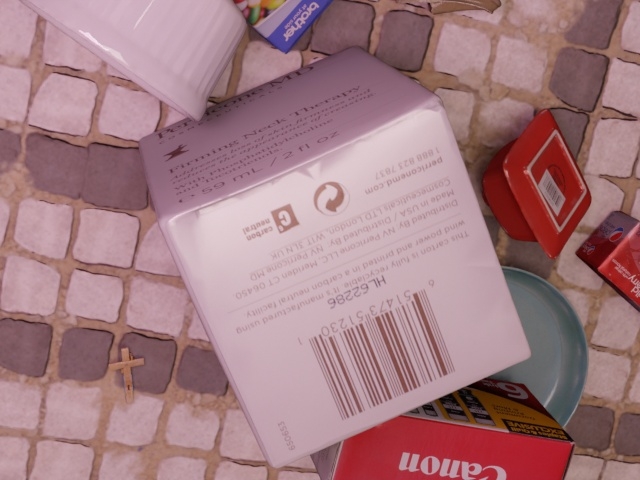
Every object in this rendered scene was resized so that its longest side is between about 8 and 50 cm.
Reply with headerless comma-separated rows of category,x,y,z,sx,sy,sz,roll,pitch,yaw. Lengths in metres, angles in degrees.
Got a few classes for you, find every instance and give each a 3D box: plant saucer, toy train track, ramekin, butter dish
plant saucer,0.224,0.181,1.836,0.318,0.043,0.317,-3,107,-10
toy train track,-0.263,0.181,1.754,0.048,0.014,0.083,-9,113,-16
ramekin,-0.218,-0.269,1.500,0.277,0.277,0.135,35,89,-18
butter dish,0.272,-0.070,1.741,0.160,0.118,0.160,-50,118,-42

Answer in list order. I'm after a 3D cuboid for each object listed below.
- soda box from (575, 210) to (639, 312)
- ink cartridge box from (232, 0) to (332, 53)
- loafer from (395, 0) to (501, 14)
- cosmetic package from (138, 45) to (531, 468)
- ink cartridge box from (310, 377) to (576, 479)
soda box,0.491,0.074,1.837,0.263,0.083,0.092,39,95,-18
ink cartridge box,-0.054,-0.353,1.539,0.185,0.065,0.311,-49,142,3
loafer,0.160,-0.315,1.675,0.148,0.056,0.050,14,104,-5
cosmetic package,0.000,0.000,1.552,0.330,0.393,0.327,-24,110,-4
ink cartridge box,0.155,0.269,1.682,0.310,0.272,0.130,11,104,-15
